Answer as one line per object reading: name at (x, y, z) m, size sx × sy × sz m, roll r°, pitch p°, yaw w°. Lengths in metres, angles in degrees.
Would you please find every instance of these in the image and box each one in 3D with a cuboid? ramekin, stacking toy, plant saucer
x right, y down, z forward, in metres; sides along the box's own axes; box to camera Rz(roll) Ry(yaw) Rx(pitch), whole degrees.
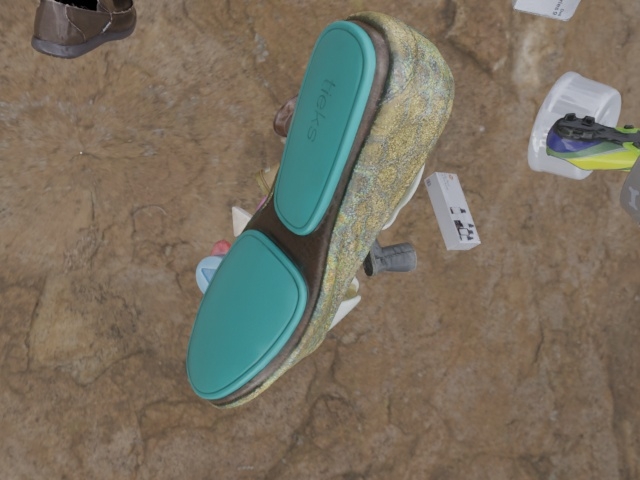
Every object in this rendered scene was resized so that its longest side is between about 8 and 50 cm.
ramekin at (0.683, -0.297, 1.581) m, size 0.277 × 0.135 × 0.277 m, roll -33°, pitch 137°, yaw -36°
stacking toy at (-0.195, 0.075, 1.614) m, size 0.309 × 0.130 × 0.279 m, roll 23°, pitch 111°, yaw 18°
plant saucer at (-0.046, -0.364, 1.734) m, size 0.198 × 0.198 × 0.036 m, roll -47°, pitch 135°, yaw -9°

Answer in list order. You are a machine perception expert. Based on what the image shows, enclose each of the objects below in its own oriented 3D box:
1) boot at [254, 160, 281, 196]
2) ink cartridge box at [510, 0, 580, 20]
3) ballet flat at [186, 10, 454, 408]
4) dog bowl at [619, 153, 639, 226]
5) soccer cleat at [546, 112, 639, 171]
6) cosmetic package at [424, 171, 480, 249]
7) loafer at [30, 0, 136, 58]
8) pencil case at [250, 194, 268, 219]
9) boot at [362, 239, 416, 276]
boot at (-0.020, -0.164, 1.686) m, size 0.269 × 0.089 × 0.236 m, roll -26°, pitch 121°, yaw 16°
ink cartridge box at (0.451, -0.602, 1.160) m, size 0.121 × 0.289 × 0.211 m, roll 9°, pitch 137°, yaw -5°
ballet flat at (0.000, 0.000, 0.473) m, size 0.123 × 0.123 × 0.348 m, roll 15°, pitch 117°, yaw -23°
dog bowl at (0.630, -0.151, 0.957) m, size 0.348 × 0.102 × 0.349 m, roll -31°, pitch 147°, yaw -24°
soccer cleat at (0.637, -0.190, 1.287) m, size 0.289 × 0.121 × 0.093 m, roll 20°, pitch 60°, yaw 12°
cosmetic package at (0.402, -0.091, 1.805) m, size 0.099 × 0.060 × 0.239 m, roll 1°, pitch 66°, yaw -38°
loafer at (-0.510, -0.519, 1.327) m, size 0.133 × 0.366 × 0.130 m, roll 16°, pitch 125°, yaw -4°
pencil case at (-0.074, 0.039, 0.882) m, size 0.124 × 0.284 × 0.124 m, roll 9°, pitch 63°, yaw -18°
boot at (0.225, 0.025, 1.964) m, size 0.208 × 0.076 × 0.190 m, roll -10°, pitch 95°, yaw -32°
